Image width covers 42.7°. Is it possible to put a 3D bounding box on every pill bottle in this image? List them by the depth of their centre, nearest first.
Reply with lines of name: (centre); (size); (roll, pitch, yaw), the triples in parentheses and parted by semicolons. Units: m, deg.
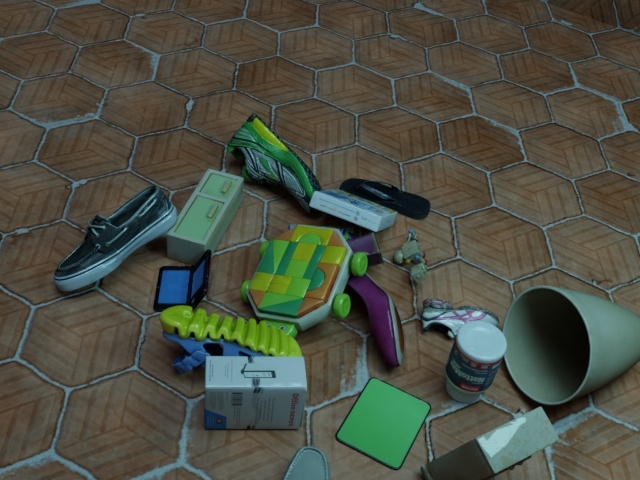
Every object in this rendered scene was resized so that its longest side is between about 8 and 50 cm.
pill bottle: (0.329, 0.268, 1.771); (0.108, 0.180, 0.108); (4, 45, -4)

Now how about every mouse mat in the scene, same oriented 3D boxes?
mouse mat: (0.137, 0.386, 1.749); (0.152, 0.007, 0.189); (24, 45, 16)

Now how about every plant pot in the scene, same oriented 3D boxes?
plant pot: (0.595, 0.226, 1.837); (0.274, 0.256, 0.256); (0, 42, -33)

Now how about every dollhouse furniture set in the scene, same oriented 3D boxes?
dollhouse furniture set: (0.386, 0.548, 1.523); (0.362, 0.256, 0.394); (-19, 71, -24)

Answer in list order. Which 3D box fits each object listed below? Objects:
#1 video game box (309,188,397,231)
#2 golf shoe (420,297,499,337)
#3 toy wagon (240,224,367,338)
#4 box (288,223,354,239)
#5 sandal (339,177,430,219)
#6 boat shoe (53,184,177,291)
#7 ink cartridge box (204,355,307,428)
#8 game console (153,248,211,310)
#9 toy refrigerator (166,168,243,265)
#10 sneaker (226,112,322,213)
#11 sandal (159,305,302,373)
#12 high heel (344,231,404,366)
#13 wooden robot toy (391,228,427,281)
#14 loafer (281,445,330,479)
video game box: (0.089, -0.081, 2.113); (0.187, 0.048, 0.205); (24, 12, 13)
golf shoe: (0.329, 0.194, 1.940); (0.186, 0.067, 0.086); (10, 73, -1)
toy wagon: (-0.055, 0.115, 1.888); (0.267, 0.068, 0.344); (6, 55, 27)
box: (0.000, 0.000, 2.081); (0.169, 0.059, 0.054); (4, 46, -4)
sandal: (0.178, -0.129, 2.240); (0.254, 0.054, 0.097); (13, 45, 5)
boat shoe: (-0.500, -0.016, 1.938); (0.335, 0.119, 0.121); (-39, 36, -21)
ink cartridge box: (-0.136, 0.313, 1.682); (0.203, 0.148, 0.086); (2, 43, -8)
game console: (-0.323, 0.092, 1.929); (0.085, 0.124, 0.144); (23, 40, -23)
toy refrigerator: (-0.289, -0.064, 2.080); (0.102, 0.094, 0.269); (16, 44, 8)
sneaker: (-0.118, -0.185, 2.231); (0.146, 0.134, 0.343); (-45, 66, 1)
sandal: (-0.196, 0.238, 1.764); (0.317, 0.138, 0.126); (13, 17, 6)
high heel: (0.083, 0.152, 1.933); (0.181, 0.127, 0.377); (-18, 47, 7)
wooden robot toy: (0.222, 0.048, 2.079); (0.079, 0.076, 0.173); (-24, 43, 17)
loafer: (-0.035, 0.516, 1.516); (0.112, 0.111, 0.319); (8, 44, 0)
